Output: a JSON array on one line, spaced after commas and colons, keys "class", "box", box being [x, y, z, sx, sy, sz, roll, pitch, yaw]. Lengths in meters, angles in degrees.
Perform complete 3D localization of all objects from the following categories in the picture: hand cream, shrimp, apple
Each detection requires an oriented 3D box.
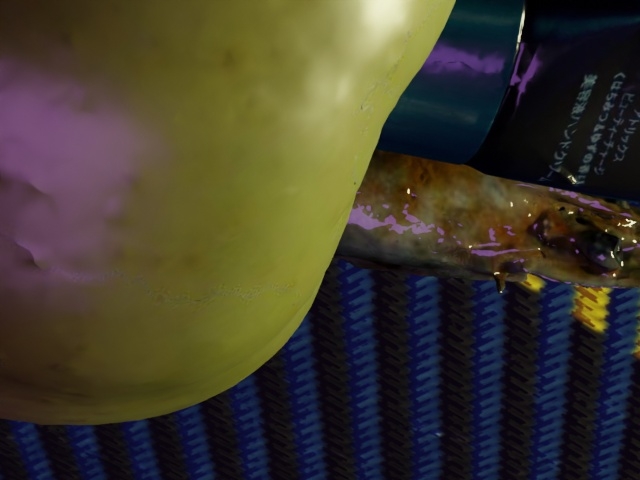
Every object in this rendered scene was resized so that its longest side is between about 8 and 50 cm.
[{"class": "hand cream", "box": [0.146, -0.051, 0.712, 0.270, 0.061, 0.120, 7, 140, -12]}, {"class": "shrimp", "box": [0.000, 0.000, 0.809, 0.296, 0.058, 0.169, 13, 152, -1]}, {"class": "apple", "box": [-0.085, -0.079, 0.566, 0.279, 0.279, 0.279, 5, 145, 4]}]
